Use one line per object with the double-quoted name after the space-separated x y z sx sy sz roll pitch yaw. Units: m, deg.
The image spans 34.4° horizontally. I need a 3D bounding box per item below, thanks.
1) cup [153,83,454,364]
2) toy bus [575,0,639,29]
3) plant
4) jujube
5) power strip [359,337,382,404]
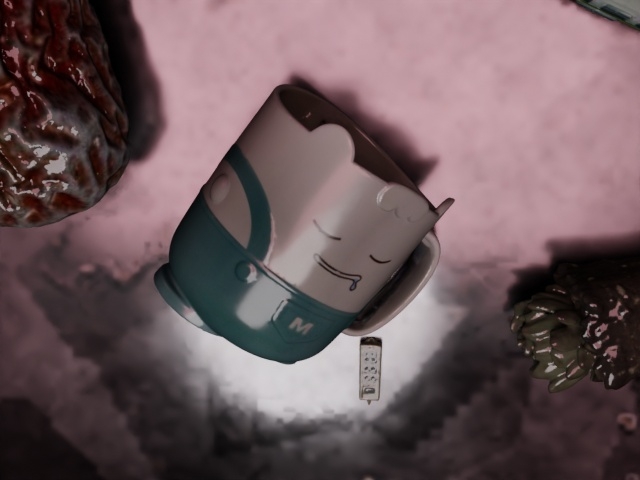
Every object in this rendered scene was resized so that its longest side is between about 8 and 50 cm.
0.000 0.000 1.109 0.289 0.219 0.258 28 108 -37 "cup"
0.384 -0.249 1.033 0.276 0.165 0.134 24 106 -2 "toy bus"
0.313 0.090 1.142 0.194 0.132 0.129 -17 100 3 "plant"
-0.324 -0.175 1.066 0.226 0.226 0.317 -15 105 7 "jujube"
0.060 0.158 1.233 0.027 0.017 0.083 1 103 5 "power strip"
